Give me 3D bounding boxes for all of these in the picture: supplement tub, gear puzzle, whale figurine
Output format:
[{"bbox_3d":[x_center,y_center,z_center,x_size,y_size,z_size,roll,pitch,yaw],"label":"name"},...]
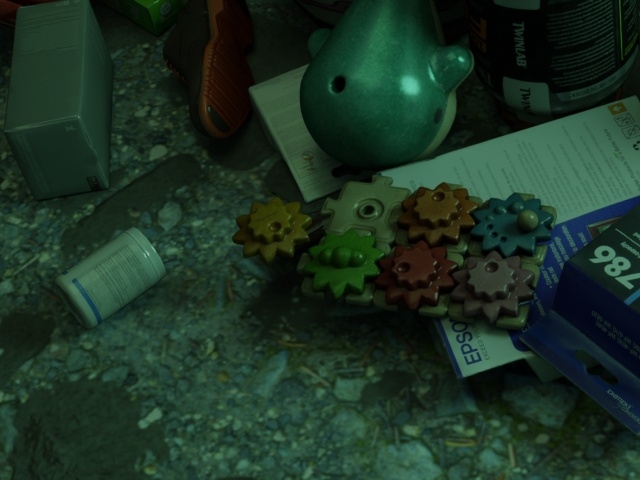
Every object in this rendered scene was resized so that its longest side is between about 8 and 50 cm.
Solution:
[{"bbox_3d":[0.253,-0.275,1.563,0.193,0.316,0.193,-7,46,8],"label":"supplement tub"},{"bbox_3d":[0.067,-0.009,1.467,0.339,0.044,0.175,8,53,20],"label":"gear puzzle"},{"bbox_3d":[0.065,-0.214,1.577,0.216,0.141,0.272,15,96,33],"label":"whale figurine"},{"bbox_3d":[-0.232,0.042,1.563,0.107,0.071,0.071,-35,50,-18],"label":"supplement tub"}]

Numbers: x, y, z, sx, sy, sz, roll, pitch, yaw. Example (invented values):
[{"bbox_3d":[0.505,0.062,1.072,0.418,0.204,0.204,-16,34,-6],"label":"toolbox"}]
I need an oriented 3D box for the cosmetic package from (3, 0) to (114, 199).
[{"bbox_3d":[-0.319,-0.178,1.746,0.107,0.127,0.238,-8,45,6],"label":"cosmetic package"}]

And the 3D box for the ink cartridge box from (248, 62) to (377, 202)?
[{"bbox_3d":[0.013,-0.134,1.696,0.145,0.045,0.179,-23,65,-8],"label":"ink cartridge box"}]

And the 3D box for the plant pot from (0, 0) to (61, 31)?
[{"bbox_3d":[-0.396,-0.367,1.868,0.191,0.191,0.174,18,90,27],"label":"plant pot"}]

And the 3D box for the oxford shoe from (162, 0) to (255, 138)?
[{"bbox_3d":[-0.144,-0.215,1.776,0.098,0.097,0.271,-22,39,21],"label":"oxford shoe"}]

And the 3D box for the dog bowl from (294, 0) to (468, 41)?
[{"bbox_3d":[0.114,-0.414,1.811,0.408,0.150,0.408,-11,50,13],"label":"dog bowl"}]

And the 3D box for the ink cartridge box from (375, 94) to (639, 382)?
[{"bbox_3d":[0.246,0.002,1.488,0.307,0.072,0.303,-19,48,0],"label":"ink cartridge box"}]

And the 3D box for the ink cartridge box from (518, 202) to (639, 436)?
[{"bbox_3d":[0.361,0.026,1.353,0.332,0.065,0.165,-38,53,-17],"label":"ink cartridge box"}]

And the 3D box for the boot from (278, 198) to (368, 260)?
[{"bbox_3d":[0.000,0.000,1.566,0.114,0.037,0.106,-22,34,-11],"label":"boot"}]

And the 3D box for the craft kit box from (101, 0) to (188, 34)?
[{"bbox_3d":[-0.218,-0.416,1.987,0.246,0.061,0.250,-42,52,-20],"label":"craft kit box"}]
